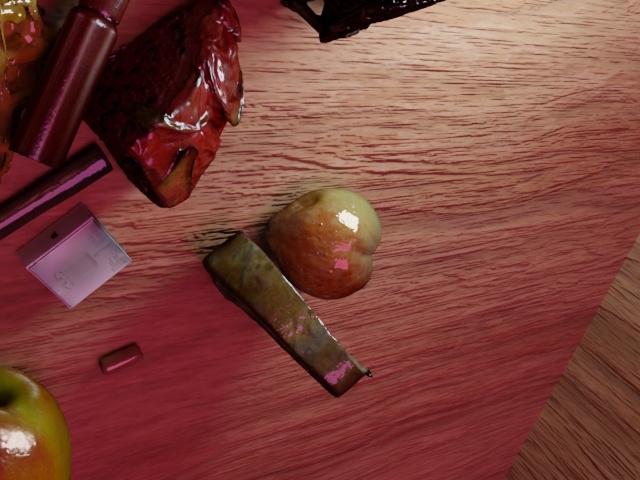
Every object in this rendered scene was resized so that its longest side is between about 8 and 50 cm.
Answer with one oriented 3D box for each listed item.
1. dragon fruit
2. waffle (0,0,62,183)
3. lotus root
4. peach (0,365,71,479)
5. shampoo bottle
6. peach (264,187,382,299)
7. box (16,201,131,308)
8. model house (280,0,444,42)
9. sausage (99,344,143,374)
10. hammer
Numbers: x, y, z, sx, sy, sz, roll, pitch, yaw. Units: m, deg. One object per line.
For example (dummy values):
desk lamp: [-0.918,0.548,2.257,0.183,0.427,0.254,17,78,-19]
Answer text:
dragon fruit: [-0.222,-0.229,1.210,0.240,0.302,0.330,29,86,-19]
waffle: [-0.490,-0.186,1.003,0.379,0.095,0.382,-60,152,0]
lotus root: [-0.052,0.153,1.542,0.111,0.375,0.390,-44,131,-9]
peach: [-0.538,0.429,1.392,0.242,0.306,0.380,6,115,-37]
shampoo bottle: [-0.325,-0.224,1.100,0.102,0.064,0.260,37,77,-86]
peach: [0.000,0.000,1.599,0.232,0.232,0.232,-25,137,-25]
box: [-0.397,0.027,1.353,0.129,0.051,0.130,-39,141,-8]
model house: [0.146,-0.432,1.254,0.317,0.282,0.297,-19,135,-29]
sausage: [-0.373,0.224,1.563,0.083,0.034,0.034,-22,136,-27]
hammer: [-0.503,-0.005,1.232,0.440,0.044,0.168,-36,140,-12]
